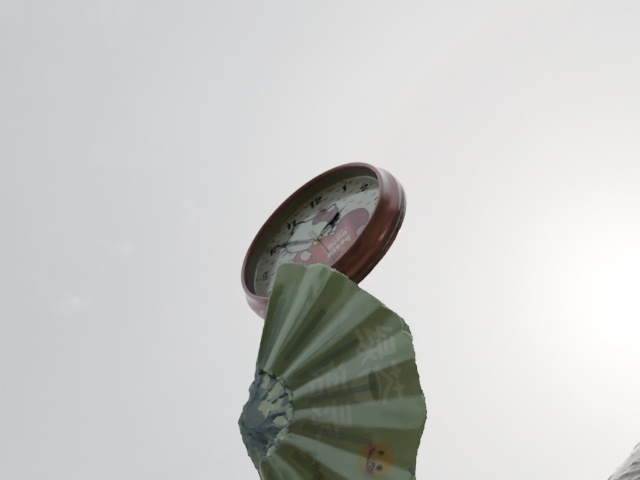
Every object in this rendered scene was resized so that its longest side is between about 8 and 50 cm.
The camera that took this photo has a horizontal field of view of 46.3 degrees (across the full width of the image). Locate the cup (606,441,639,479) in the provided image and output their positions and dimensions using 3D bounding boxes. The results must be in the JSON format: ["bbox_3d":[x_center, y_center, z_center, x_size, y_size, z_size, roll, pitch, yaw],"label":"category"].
[{"bbox_3d":[0.367,0.285,0.714,0.257,0.227,0.301,-35,-15,-36],"label":"cup"}]

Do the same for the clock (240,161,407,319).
[{"bbox_3d":[0.001,0.001,0.928,0.244,0.244,0.056,-39,-61,10],"label":"clock"}]

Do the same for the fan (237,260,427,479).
[{"bbox_3d":[0.004,0.103,0.498,0.131,0.240,0.009,-17,-38,10],"label":"fan"}]
